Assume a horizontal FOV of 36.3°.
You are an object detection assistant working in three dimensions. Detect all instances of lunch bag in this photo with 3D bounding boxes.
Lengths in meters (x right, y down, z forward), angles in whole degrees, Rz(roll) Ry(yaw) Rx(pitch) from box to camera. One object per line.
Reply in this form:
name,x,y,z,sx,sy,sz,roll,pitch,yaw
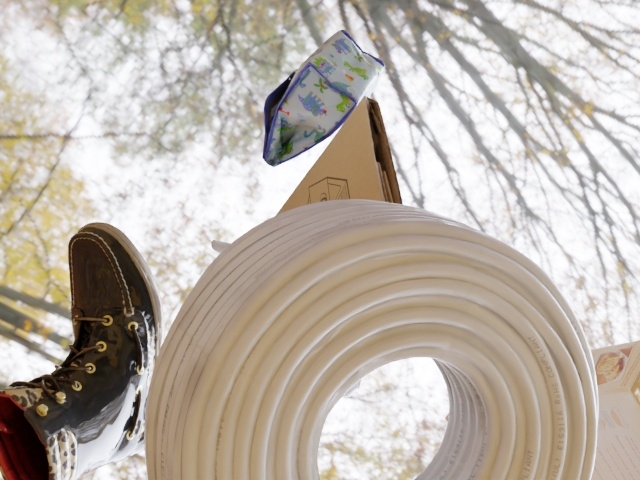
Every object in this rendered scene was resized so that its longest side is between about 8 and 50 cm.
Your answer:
lunch bag,-0.007,-0.169,1.208,0.151,0.096,0.129,-50,-177,38

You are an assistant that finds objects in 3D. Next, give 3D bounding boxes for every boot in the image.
boot,-0.363,0.184,1.446,0.138,0.284,0.378,2,-73,29

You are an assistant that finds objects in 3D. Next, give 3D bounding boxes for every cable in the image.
cable,0.032,0.107,0.541,0.257,0.257,0.089,-59,-158,-4

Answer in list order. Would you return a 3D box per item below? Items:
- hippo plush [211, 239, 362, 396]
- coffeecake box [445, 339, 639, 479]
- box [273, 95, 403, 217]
hippo plush,0.041,0.064,1.478,0.236,0.234,0.294,-35,-103,17
coffeecake box,0.216,0.167,0.787,0.185,0.142,0.068,-21,-163,48
box,0.000,0.000,0.828,0.201,0.021,0.164,-52,-149,35
